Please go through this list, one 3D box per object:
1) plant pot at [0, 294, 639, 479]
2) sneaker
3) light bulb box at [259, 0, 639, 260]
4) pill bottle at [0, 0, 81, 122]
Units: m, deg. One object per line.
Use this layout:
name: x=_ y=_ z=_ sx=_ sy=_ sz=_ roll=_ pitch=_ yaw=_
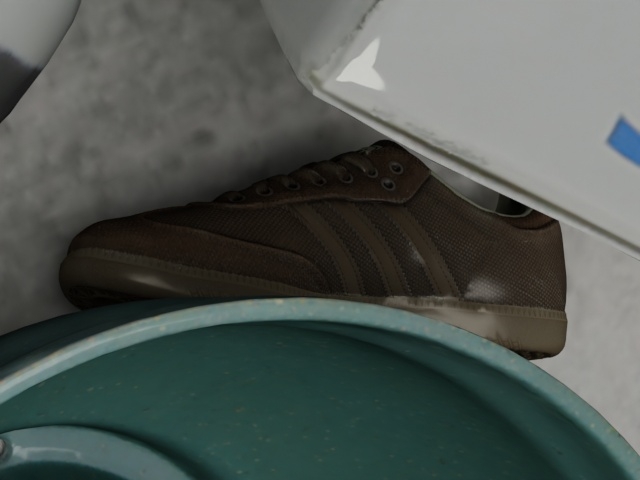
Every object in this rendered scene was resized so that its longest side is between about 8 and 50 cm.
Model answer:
plant pot: x=-0.057 y=0.150 z=0.561 sx=0.293 sy=0.196 sz=0.293 roll=-3 pitch=97 yaw=-26
sneaker: x=0.000 y=0.000 z=0.656 sx=0.188 sy=0.066 sz=0.071 roll=9 pitch=75 yaw=-32
light bulb box: x=0.147 y=-0.190 z=0.472 sx=0.225 sy=0.358 sz=0.361 roll=27 pitch=105 yaw=-20
pill bottle: x=-0.184 y=-0.048 z=0.438 sx=0.204 sy=0.204 sz=0.361 roll=38 pitch=91 yaw=-24
